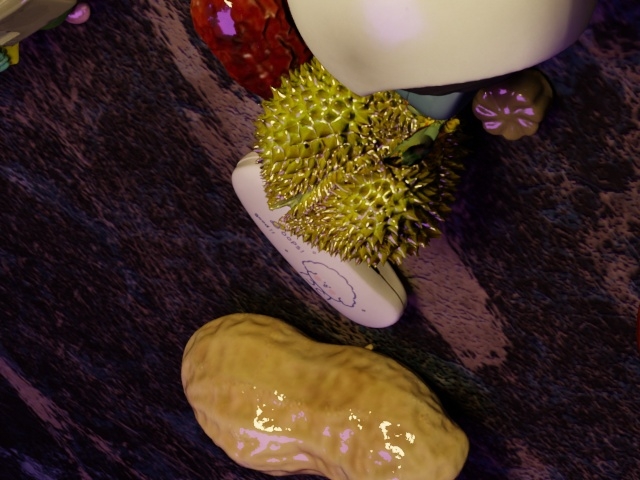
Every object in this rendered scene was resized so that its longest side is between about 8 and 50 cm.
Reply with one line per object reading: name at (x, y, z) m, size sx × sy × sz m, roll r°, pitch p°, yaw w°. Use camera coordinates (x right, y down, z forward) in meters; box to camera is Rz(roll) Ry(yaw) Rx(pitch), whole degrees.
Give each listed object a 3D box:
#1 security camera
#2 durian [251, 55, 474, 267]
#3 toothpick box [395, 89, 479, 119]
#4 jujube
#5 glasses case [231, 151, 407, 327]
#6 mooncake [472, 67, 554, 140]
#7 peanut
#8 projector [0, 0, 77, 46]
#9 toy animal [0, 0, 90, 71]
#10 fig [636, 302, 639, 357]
security camera at (0.080, -0.186, 1.153) m, size 0.194 × 0.236 × 0.195 m, roll 26°, pitch 146°, yaw 19°
durian at (0.033, -0.075, 1.464) m, size 0.159 × 0.146 × 0.198 m, roll 29°, pitch 137°, yaw 18°
toothpick box at (0.046, -0.177, 1.322) m, size 0.184 × 0.120 × 0.120 m, roll 37°, pitch 151°, yaw 5°
jujube at (-0.048, -0.158, 1.500) m, size 0.077 × 0.077 × 0.129 m, roll 9°, pitch 145°, yaw 40°
glasses case at (0.000, 0.000, 1.695) m, size 0.197 × 0.049 × 0.076 m, roll 49°, pitch 148°, yaw -20°
mooncake at (0.215, -0.126, 1.289) m, size 0.150 × 0.057 × 0.347 m, roll 25°, pitch 158°, yaw -5°
peanut at (0.000, 0.159, 1.833) m, size 0.313 × 0.149 × 0.149 m, roll 16°, pitch 145°, yaw 29°
projector at (-0.302, -0.231, 1.573) m, size 0.269 × 0.088 × 0.194 m, roll -21°, pitch 76°, yaw 39°
toy animal at (-0.285, -0.190, 1.676) m, size 0.208 × 0.103 × 0.100 m, roll 1°, pitch 154°, yaw 42°
fig at (0.323, 0.088, 1.333) m, size 0.235 × 0.214 × 0.235 m, roll 36°, pitch 178°, yaw 2°
